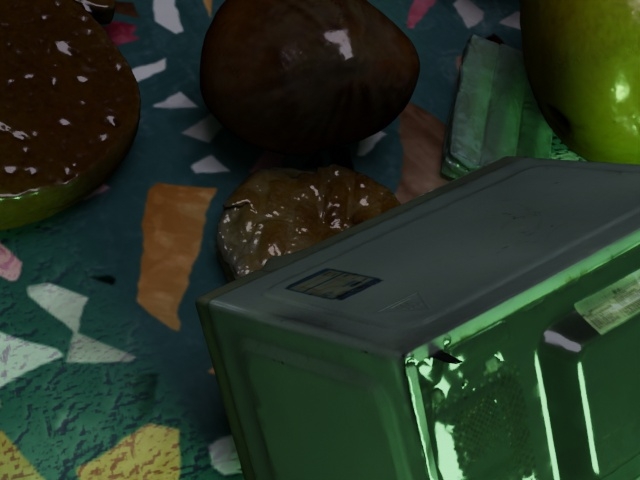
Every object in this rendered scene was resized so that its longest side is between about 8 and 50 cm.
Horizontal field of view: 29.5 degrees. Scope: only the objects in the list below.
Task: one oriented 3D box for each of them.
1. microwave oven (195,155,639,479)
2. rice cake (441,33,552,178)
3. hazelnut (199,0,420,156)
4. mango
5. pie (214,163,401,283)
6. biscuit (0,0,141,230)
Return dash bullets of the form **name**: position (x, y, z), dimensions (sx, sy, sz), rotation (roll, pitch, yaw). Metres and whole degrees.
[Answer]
- **microwave oven**: position (0.134, 0.094, 0.936), dimensions (0.355, 0.218, 0.286), rotation (-24, 21, -33)
- **rice cake**: position (0.195, -0.134, 1.293), dimensions (0.124, 0.038, 0.211), rotation (21, 50, 0)
- **hazelnut**: position (-0.012, -0.177, 1.170), dimensions (0.210, 0.210, 0.186), rotation (-3, 59, -18)
- **mango**: position (0.336, -0.244, 1.272), dimensions (0.301, 0.221, 0.445), rotation (59, 31, -25)
- **pie**: position (0.000, 0.000, 1.133), dimensions (0.195, 0.046, 0.195), rotation (8, 54, -11)
- **biscuit**: position (-0.346, -0.172, 1.149), dimensions (0.350, 0.070, 0.394), rotation (-29, 67, -34)
